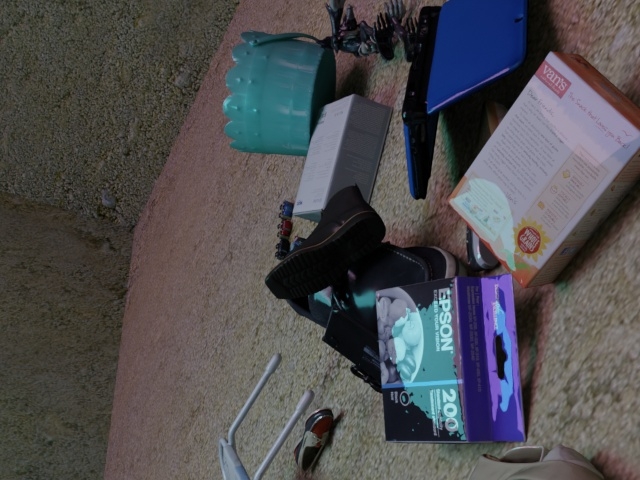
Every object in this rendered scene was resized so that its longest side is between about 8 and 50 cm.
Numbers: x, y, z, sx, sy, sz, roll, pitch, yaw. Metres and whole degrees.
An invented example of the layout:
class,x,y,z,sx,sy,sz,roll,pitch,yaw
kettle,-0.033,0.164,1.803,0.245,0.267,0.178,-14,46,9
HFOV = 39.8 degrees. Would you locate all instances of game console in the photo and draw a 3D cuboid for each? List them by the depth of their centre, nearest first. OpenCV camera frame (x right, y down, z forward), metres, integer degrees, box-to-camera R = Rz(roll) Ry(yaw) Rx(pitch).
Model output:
class,x,y,z,sx,sy,sz,roll,pitch,yaw
game console,0.223,-0.239,1.323,0.293,0.173,0.250,-75,-19,-44

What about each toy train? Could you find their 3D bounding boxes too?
class,x,y,z,sx,sy,sz,roll,pitch,yaw
toy train,-0.083,-0.028,2.042,0.036,0.027,0.158,-40,38,50

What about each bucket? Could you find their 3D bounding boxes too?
class,x,y,z,sx,sy,sz,roll,pitch,yaw
bucket,-0.079,-0.309,1.896,0.281,0.183,0.281,10,-90,-80

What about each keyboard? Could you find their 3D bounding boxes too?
class,x,y,z,sx,sy,sz,roll,pitch,yaw
keyboard,0.081,0.174,1.283,0.023,0.180,0.108,-37,-26,-41

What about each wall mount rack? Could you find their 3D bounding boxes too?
class,x,y,z,sx,sy,sz,roll,pitch,yaw
wall mount rack,-0.086,0.373,1.489,0.350,0.130,0.304,-152,55,-69

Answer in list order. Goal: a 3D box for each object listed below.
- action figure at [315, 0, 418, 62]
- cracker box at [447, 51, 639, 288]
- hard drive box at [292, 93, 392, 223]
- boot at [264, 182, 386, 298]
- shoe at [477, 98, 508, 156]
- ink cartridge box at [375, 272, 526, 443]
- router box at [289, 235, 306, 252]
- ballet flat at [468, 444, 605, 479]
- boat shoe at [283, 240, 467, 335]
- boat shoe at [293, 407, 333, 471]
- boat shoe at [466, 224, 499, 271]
class,x,y,z,sx,sy,sz,roll,pitch,yaw
action figure,0.095,-0.419,1.715,0.276,0.164,0.141,-146,53,-59
cracker box,0.269,-0.080,1.030,0.155,0.067,0.232,54,130,29
hard drive box,0.039,-0.152,1.735,0.181,0.089,0.232,-1,73,69
boot,0.000,0.000,1.360,0.198,0.077,0.137,-29,31,5
shoe,0.256,-0.118,1.213,0.219,0.058,0.076,-90,6,-47
ink cartridge box,0.158,0.153,1.121,0.208,0.045,0.206,-15,74,48
router box,-0.028,0.048,1.805,0.122,0.038,0.092,24,98,63
ballet flat,0.237,0.253,0.936,0.248,0.086,0.086,151,133,-63
boat shoe,0.064,0.079,1.401,0.500,0.156,0.186,8,80,68
boat shoe,-0.010,0.344,1.533,0.043,0.049,0.137,-107,36,-49
boat shoe,0.221,-0.024,1.227,0.040,0.049,0.142,141,139,-57
